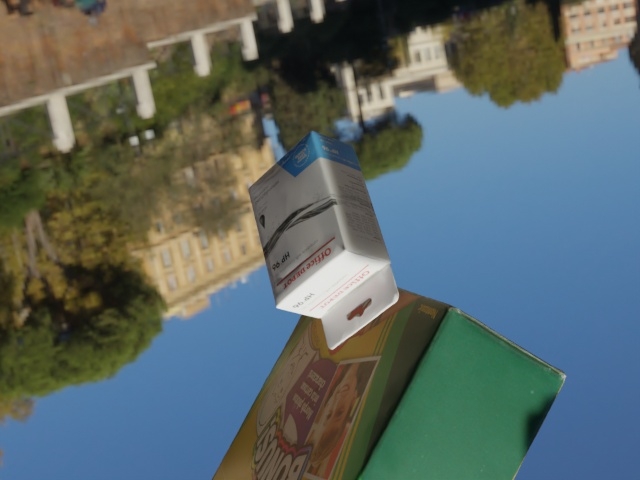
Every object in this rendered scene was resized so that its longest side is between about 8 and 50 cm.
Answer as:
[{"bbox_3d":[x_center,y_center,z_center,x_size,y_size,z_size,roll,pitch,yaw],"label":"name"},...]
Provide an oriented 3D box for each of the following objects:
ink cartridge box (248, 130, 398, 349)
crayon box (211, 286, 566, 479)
[{"bbox_3d":[0.000,0.000,0.476,0.028,0.083,0.048,16,135,-40],"label":"ink cartridge box"},{"bbox_3d":[0.008,0.189,0.847,0.106,0.313,0.363,30,176,-11],"label":"crayon box"}]
